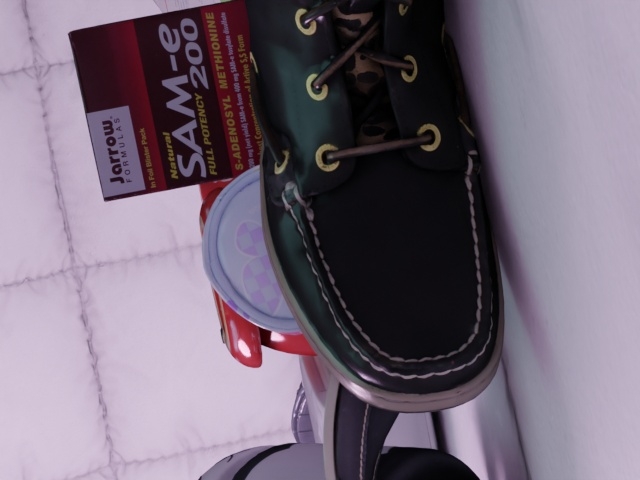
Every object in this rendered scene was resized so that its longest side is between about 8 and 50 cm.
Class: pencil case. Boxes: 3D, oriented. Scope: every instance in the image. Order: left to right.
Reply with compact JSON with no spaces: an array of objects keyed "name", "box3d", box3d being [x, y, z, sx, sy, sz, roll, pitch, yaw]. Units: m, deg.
[{"name":"pencil case","box3d":[0.000,0.000,1.020,0.113,0.124,0.273,42,-174,8]}]

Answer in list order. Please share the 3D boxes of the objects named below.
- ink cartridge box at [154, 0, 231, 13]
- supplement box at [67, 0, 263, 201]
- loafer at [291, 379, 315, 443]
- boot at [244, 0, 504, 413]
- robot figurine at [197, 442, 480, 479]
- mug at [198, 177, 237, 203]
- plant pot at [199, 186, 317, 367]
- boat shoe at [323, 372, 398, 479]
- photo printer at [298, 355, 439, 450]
[{"name":"ink cartridge box","box3d":[-0.095,-0.297,1.360,0.353,0.119,0.207,-129,25,-51]},{"name":"supplement box","box3d":[-0.057,-0.115,1.015,0.073,0.239,0.130,-134,32,-81]},{"name":"loafer","box3d":[0.014,0.263,1.978,0.302,0.109,0.095,79,-179,-45]},{"name":"boot","box3d":[0.023,-0.122,0.747,0.284,0.138,0.377,87,176,-61]},{"name":"robot figurine","box3d":[0.017,0.226,0.954,0.209,0.278,0.174,36,-119,-38]},{"name":"mug","box3d":[-0.052,-0.080,1.487,0.150,0.169,0.113,-122,21,-78]},{"name":"plant pot","box3d":[-0.016,0.016,1.249,0.191,0.174,0.191,169,90,-83]},{"name":"boat shoe","box3d":[0.049,0.070,0.866,0.075,0.065,0.206,53,-133,-69]},{"name":"photo printer","box3d":[0.061,0.250,1.314,0.256,0.107,0.308,-119,17,-75]}]
